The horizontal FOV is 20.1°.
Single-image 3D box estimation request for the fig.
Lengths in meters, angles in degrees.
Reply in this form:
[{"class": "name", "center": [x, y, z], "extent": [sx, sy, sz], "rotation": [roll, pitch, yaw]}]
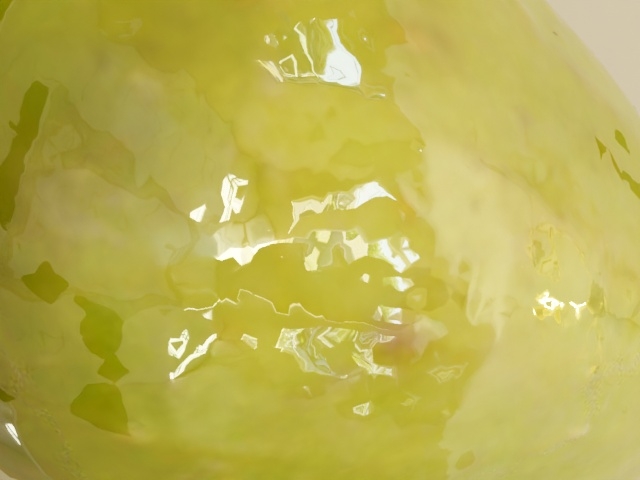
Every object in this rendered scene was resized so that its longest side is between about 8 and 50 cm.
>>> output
[{"class": "fig", "center": [0.000, 0.000, 0.659], "extent": [0.258, 0.326, 0.258], "rotation": [-58, -164, 28]}]
